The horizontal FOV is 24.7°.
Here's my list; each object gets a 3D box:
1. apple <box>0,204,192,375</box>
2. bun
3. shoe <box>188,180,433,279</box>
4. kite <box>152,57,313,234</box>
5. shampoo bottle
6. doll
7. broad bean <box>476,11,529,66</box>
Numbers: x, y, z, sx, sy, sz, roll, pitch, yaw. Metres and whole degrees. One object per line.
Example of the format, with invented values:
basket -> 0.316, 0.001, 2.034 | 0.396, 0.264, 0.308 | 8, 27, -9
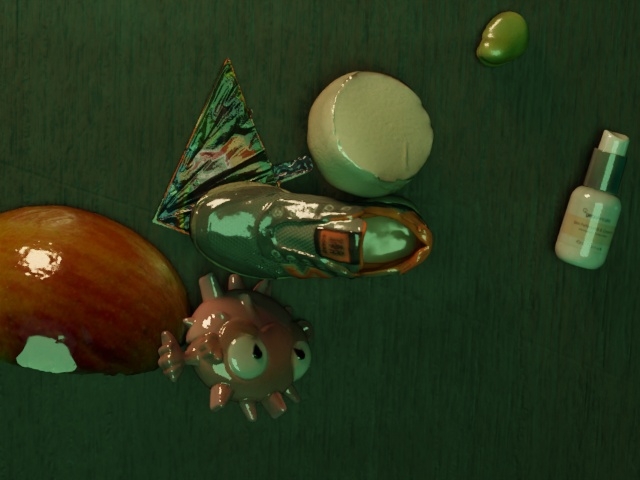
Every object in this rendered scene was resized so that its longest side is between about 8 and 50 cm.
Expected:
apple -> -0.333, 0.077, 1.930 | 0.346, 0.179, 0.254 | 10, 63, -9
bun -> 0.056, -0.137, 1.954 | 0.172, 0.120, 0.173 | 8, 71, -25
shoe -> 0.000, 0.000, 1.930 | 0.336, 0.171, 0.132 | 3, 98, -17
kite -> -0.124, -0.077, 2.000 | 0.234, 0.016, 0.321 | -22, 102, -1
shampoo bottle -> 0.386, -0.057, 2.038 | 0.074, 0.074, 0.192 | 16, 98, -10
doll -> -0.108, 0.143, 1.963 | 0.262, 0.093, 0.211 | 0, 66, -41
broad bean -> 0.251, -0.273, 1.997 | 0.063, 0.045, 0.083 | 39, 86, -1
